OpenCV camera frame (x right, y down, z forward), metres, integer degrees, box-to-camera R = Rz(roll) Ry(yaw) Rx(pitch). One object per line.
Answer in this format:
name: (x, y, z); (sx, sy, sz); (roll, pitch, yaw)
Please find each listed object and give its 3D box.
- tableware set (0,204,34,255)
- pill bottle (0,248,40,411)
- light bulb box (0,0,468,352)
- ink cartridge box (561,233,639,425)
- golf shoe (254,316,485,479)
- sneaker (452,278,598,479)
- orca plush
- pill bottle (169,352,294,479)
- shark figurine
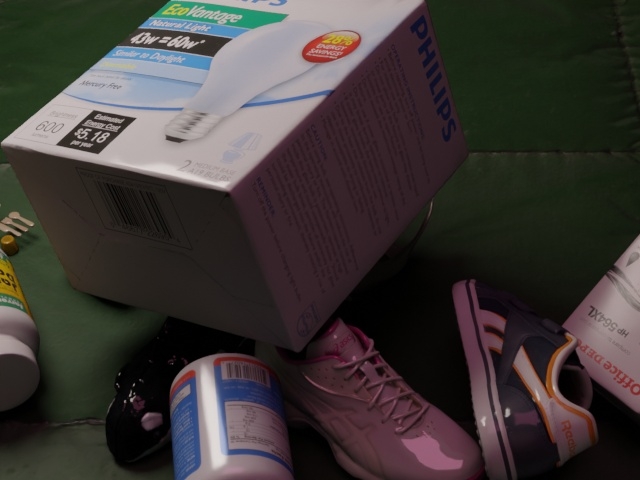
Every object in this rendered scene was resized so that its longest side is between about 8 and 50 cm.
tableware set: (-0.459, -0.012, 1.910); (0.154, 0.024, 0.104); (24, 50, 28)
pill bottle: (-0.395, 0.101, 1.688); (0.117, 0.118, 0.208); (-17, 41, -15)
light bulb box: (-0.087, -0.102, 1.629); (0.357, 0.225, 0.361); (12, 46, 37)
ink cartridge box: (0.375, 0.091, 1.586); (0.203, 0.086, 0.148); (-50, 49, -2)
golf shoe: (0.043, 0.168, 1.552); (0.306, 0.140, 0.115); (27, 47, 28)
sneaker: (0.219, 0.141, 1.555); (0.127, 0.126, 0.321); (-15, 30, 6)
orca plush: (-0.142, 0.126, 1.647); (0.287, 0.102, 0.151); (-31, 47, -30)
pill bottle: (-0.090, 0.235, 1.488); (0.124, 0.124, 0.222); (-6, 44, -3)
shark figurine: (0.027, 0.011, 1.727); (0.278, 0.116, 0.166); (1, 40, -24)
